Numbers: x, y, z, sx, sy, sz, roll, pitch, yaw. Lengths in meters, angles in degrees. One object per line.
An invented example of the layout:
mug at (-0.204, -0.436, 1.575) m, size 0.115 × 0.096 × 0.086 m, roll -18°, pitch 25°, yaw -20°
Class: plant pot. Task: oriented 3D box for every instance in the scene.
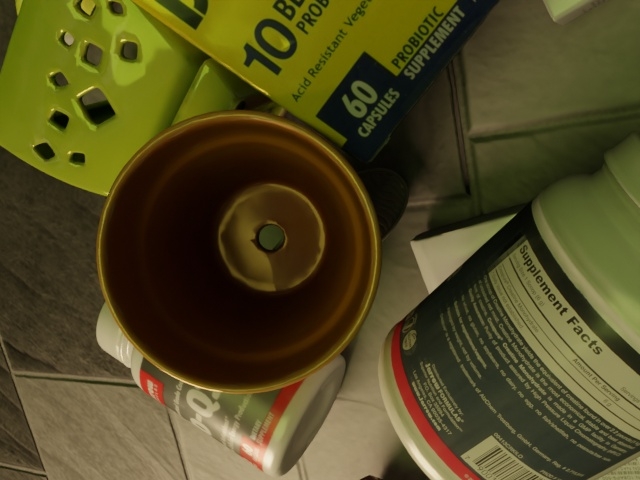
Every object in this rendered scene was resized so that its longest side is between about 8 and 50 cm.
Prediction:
plant pot at (-0.159, -0.156, 0.601) m, size 0.207 × 0.227 × 0.228 m, roll 38°, pitch 120°, yaw 4°
plant pot at (-0.056, 0.003, 0.500) m, size 0.205 × 0.188 × 0.204 m, roll 0°, pitch 94°, yaw 2°

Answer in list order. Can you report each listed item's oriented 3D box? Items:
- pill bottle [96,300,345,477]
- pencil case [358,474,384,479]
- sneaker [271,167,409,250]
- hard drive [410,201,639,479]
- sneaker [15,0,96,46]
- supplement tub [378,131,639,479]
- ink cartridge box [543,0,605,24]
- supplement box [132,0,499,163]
pill bottle at (-0.127, 0.148, 0.716) m, size 0.283 × 0.161 × 0.161 m, roll 26°, pitch 117°, yaw 18°
pencil case at (0.196, 0.410, 0.634) m, size 0.411 × 0.160 × 0.183 m, roll 13°, pitch 134°, yaw 24°
sneaker at (0.000, 0.000, 0.653) m, size 0.222 × 0.118 × 0.083 m, roll -40°, pitch 93°, yaw 3°
hard drive at (0.257, 0.130, 0.571) m, size 0.233 × 0.047 × 0.352 m, roll -17°, pitch 99°, yaw 31°
sneaker at (-0.291, -0.393, 0.629) m, size 0.145 × 0.147 × 0.384 m, roll 37°, pitch 121°, yaw 11°
supplement tub at (0.193, 0.072, 0.445) m, size 0.191 × 0.191 × 0.272 m, roll 46°, pitch 122°, yaw 8°
ink cartridge box at (0.234, -0.266, 0.432) m, size 0.175 × 0.072 × 0.127 m, roll -27°, pitch 94°, yaw 32°
supplement box at (-0.051, -0.256, 0.423) m, size 0.357 × 0.195 × 0.194 m, roll 33°, pitch 113°, yaw -16°
